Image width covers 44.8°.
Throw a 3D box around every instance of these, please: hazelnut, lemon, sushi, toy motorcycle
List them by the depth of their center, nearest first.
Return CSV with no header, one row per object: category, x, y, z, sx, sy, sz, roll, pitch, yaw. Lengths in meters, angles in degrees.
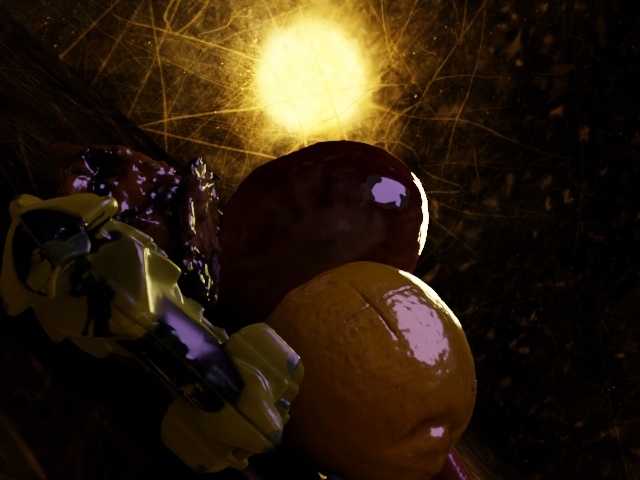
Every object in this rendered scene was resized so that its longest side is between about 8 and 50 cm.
toy motorcycle,-0.165,0.069,0.720,0.342,0.142,0.206,42,4,-2
sushi,-0.224,-0.022,0.940,0.200,0.203,0.213,91,-2,-60
lemon,0.059,0.175,1.023,0.297,0.297,0.297,44,2,-2
hazelnut,0.000,0.000,1.388,0.353,0.420,0.421,64,7,12

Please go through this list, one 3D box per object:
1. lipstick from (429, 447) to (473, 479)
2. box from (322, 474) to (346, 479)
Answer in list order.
lipstick,0.215,0.397,1.117,0.419,0.077,0.077,60,6,15
box,0.089,0.366,0.909,0.230,0.050,0.160,42,4,-45
